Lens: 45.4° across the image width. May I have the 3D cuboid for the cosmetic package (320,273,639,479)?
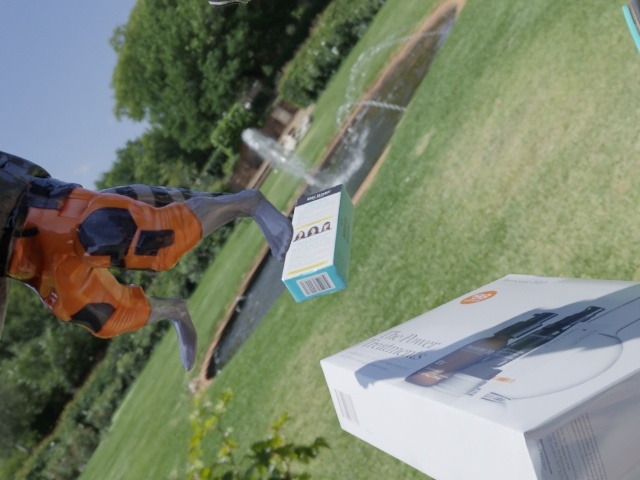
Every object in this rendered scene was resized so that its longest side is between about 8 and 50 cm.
[{"bbox_3d":[0.204,0.129,0.761,0.285,0.097,0.377,-19,7,-22],"label":"cosmetic package"}]

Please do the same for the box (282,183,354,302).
[{"bbox_3d":[0.000,0.000,1.387,0.101,0.060,0.244,-18,34,19],"label":"box"}]

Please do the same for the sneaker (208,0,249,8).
[{"bbox_3d":[-0.184,-0.419,1.256,0.075,0.171,0.063,131,136,-62],"label":"sneaker"}]

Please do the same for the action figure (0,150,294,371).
[{"bbox_3d":[-0.236,0.013,0.592,0.341,0.330,0.178,-36,46,52],"label":"action figure"}]

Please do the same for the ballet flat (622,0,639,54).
[{"bbox_3d":[0.383,-0.125,0.751,0.096,0.280,0.095,-19,-12,30],"label":"ballet flat"}]
